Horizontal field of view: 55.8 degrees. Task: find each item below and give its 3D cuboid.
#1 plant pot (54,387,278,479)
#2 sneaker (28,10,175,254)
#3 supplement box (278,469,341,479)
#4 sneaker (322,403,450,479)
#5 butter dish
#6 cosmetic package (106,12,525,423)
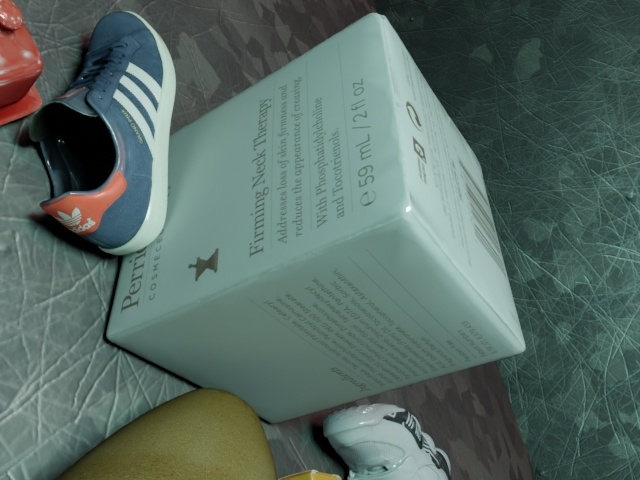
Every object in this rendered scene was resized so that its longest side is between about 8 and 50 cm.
[{"bbox_3d":[-0.132,0.255,0.568,0.237,0.237,0.254,61,11,-10],"label":"plant pot"},{"bbox_3d":[-0.267,-0.163,0.729,0.148,0.131,0.350,32,41,-56],"label":"sneaker"},{"bbox_3d":[-0.008,0.430,0.790,0.078,0.080,0.233,37,39,-47],"label":"supplement box"},{"bbox_3d":[0.129,0.416,0.990,0.366,0.137,0.210,47,28,-41],"label":"sneaker"},{"bbox_3d":[-0.352,-0.206,0.618,0.160,0.118,0.160,59,27,-15],"label":"butter dish"},{"bbox_3d":[0.000,0.000,0.800,0.327,0.393,0.329,42,34,-42],"label":"cosmetic package"}]
